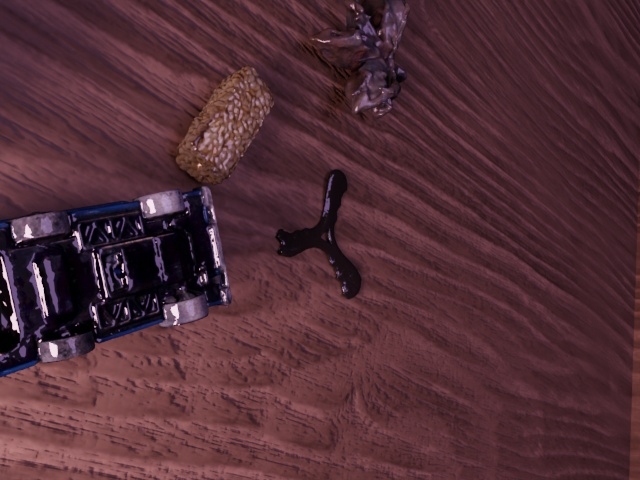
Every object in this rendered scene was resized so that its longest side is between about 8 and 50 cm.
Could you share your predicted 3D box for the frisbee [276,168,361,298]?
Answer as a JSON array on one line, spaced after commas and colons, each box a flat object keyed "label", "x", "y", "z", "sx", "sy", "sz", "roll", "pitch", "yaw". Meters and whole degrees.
[{"label": "frisbee", "x": 0.000, "y": 0.000, "z": 1.109, "sx": 0.187, "sy": 0.012, "sz": 0.211, "roll": -16, "pitch": 97, "yaw": -48}]

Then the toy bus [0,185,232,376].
[{"label": "toy bus", "x": -0.246, "y": 0.036, "z": 0.695, "sx": 0.288, "sy": 0.175, "sz": 0.138, "roll": -15, "pitch": 97, "yaw": -49}]

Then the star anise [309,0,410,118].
[{"label": "star anise", "x": 0.088, "y": -0.308, "z": 1.184, "sx": 0.257, "sy": 0.111, "sz": 0.198, "roll": -51, "pitch": 121, "yaw": -48}]

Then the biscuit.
[{"label": "biscuit", "x": -0.127, "y": -0.154, "z": 0.943, "sx": 0.082, "sy": 0.070, "sz": 0.168, "roll": 45, "pitch": 56, "yaw": -31}]
